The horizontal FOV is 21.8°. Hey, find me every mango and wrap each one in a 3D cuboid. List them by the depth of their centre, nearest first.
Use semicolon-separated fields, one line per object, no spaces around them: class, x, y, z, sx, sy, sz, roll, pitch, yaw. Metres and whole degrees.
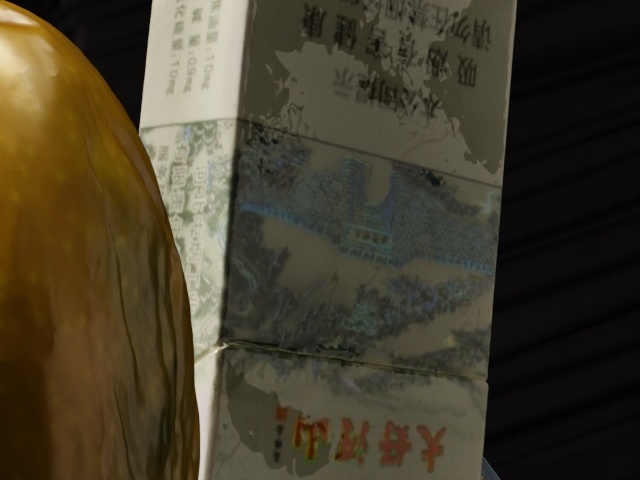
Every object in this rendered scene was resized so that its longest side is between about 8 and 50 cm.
mango;-0.122;0.105;0.471;0.187;0.144;0.359;19;104;42

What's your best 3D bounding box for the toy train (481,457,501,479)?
toy train;0.029;0.086;1.079;0.252;0.055;0.048;52;146;13

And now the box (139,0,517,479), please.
box;0.000;0.000;0.714;0.069;0.164;0.256;-2;80;46
